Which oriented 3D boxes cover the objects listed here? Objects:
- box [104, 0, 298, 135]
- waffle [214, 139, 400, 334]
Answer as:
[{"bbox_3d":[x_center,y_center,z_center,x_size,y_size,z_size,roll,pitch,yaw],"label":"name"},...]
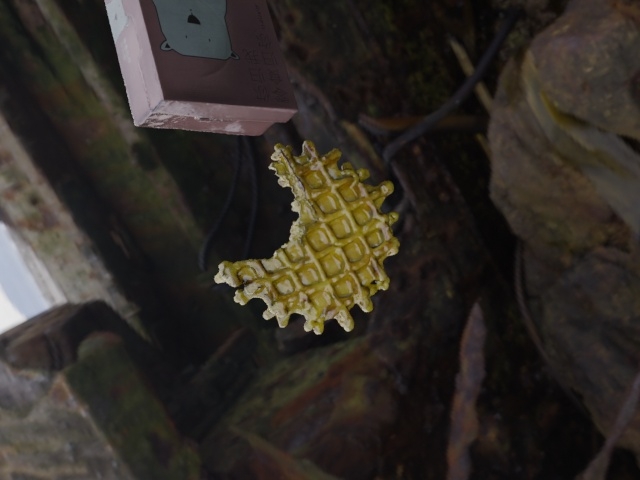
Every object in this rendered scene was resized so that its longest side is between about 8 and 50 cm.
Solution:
[{"bbox_3d":[-0.156,-0.247,1.239,0.086,0.215,0.215,-33,67,46],"label":"box"},{"bbox_3d":[0.000,0.000,1.467,0.259,0.293,0.069,23,167,-9],"label":"waffle"}]
